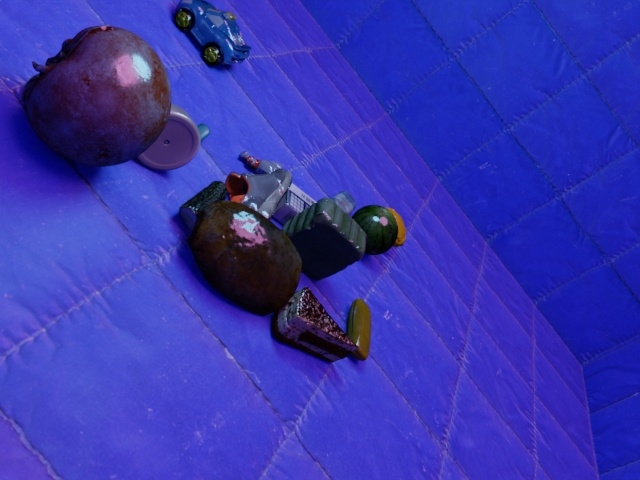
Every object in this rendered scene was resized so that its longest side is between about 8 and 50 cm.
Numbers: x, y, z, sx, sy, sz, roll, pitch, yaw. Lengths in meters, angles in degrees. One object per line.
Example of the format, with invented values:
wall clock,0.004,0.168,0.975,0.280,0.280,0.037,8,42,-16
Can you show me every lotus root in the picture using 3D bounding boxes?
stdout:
lotus root,-0.177,0.042,1.492,0.314,0.142,0.210,43,41,-35

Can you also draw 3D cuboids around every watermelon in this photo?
watermelon,0.194,-0.030,2.194,0.188,0.214,0.188,7,46,-7

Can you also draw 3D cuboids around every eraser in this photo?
eraser,-0.035,-0.066,1.961,0.287,0.086,0.130,37,33,-29

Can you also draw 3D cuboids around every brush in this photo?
brush,-0.387,-0.294,1.742,0.043,0.032,0.193,51,39,-14

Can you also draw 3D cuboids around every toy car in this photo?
toy car,-0.389,-0.782,2.164,0.314,0.166,0.198,51,23,-2

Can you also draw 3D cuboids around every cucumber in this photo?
cucumber,-0.307,-0.102,1.586,0.074,0.074,0.241,49,27,-10

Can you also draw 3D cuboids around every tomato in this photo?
tomato,-0.487,-0.319,1.302,0.282,0.317,0.316,46,26,-35

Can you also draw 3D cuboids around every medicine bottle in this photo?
medicine bottle,0.076,-0.130,2.248,0.090,0.054,0.208,53,27,-3

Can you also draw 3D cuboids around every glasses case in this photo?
glasses case,0.121,0.273,1.833,0.079,0.064,0.234,45,28,-23

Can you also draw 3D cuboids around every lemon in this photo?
lemon,0.268,-0.049,2.362,0.187,0.142,0.142,51,27,2

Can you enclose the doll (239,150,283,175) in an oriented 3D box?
doll,-0.187,-0.240,1.947,0.180,0.079,0.094,32,7,-12

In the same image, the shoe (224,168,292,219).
shoe,-0.205,-0.148,1.768,0.171,0.132,0.336,37,33,-11

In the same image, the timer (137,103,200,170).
timer,-0.434,-0.331,1.596,0.175,0.175,0.266,29,23,-39

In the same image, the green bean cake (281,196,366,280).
green bean cake,0.000,0.000,1.791,0.222,0.227,0.125,41,34,-24

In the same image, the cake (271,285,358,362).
cake,-0.020,0.261,1.579,0.246,0.112,0.135,51,30,-12
